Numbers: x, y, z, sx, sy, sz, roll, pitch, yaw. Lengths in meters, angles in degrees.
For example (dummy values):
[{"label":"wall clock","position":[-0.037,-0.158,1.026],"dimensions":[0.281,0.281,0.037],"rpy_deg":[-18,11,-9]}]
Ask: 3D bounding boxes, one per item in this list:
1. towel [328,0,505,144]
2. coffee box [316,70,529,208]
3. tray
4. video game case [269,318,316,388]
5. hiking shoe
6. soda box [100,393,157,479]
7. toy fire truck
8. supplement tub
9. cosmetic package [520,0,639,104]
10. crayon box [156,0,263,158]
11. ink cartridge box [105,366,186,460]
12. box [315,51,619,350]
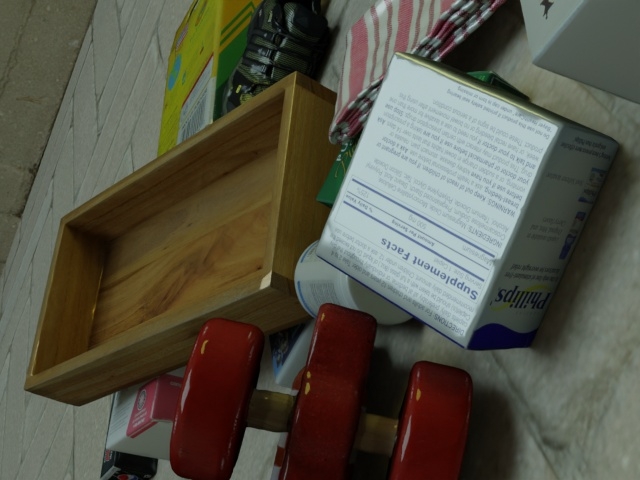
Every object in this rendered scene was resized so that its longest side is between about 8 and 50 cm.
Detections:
[{"label":"towel","position":[0.073,-0.174,0.867],"dimensions":[0.197,0.029,0.144],"rpy_deg":[-40,26,36]},{"label":"coffee box","position":[0.069,-0.064,0.827],"dimensions":[0.113,0.040,0.184],"rpy_deg":[-65,23,-6]},{"label":"tray","position":[-0.136,0.017,1.081],"dimensions":[0.411,0.076,0.203],"rpy_deg":[-25,51,45]},{"label":"video game case","position":[0.000,0.000,1.015],"dimensions":[0.201,0.023,0.183],"rpy_deg":[-60,24,29]},{"label":"hiking shoe","position":[-0.042,-0.190,1.175],"dimensions":[0.114,0.086,0.227],"rpy_deg":[131,150,-54]},{"label":"soda box","position":[-0.225,0.209,1.389],"dimensions":[0.060,0.053,0.169],"rpy_deg":[-47,34,51]},{"label":"toy fire truck","position":[-0.012,0.193,0.748],"dimensions":[0.254,0.169,0.302],"rpy_deg":[89,-168,-76]},{"label":"supplement tub","position":[0.029,0.029,0.848],"dimensions":[0.107,0.071,0.071],"rpy_deg":[-5,70,68]},{"label":"cosmetic package","position":[0.225,-0.294,0.560],"dimensions":[0.377,0.097,0.284],"rpy_deg":[-52,32,44]},{"label":"crayon box","position":[-0.129,-0.197,1.411],"dimensions":[0.202,0.081,0.319],"rpy_deg":[-48,33,49]},{"label":"ink cartridge box","position":[-0.148,0.111,1.211],"dimensions":[0.158,0.092,0.218],"rpy_deg":[-37,43,56]},{"label":"box","position":[0.084,-0.023,0.672],"dimensions":[0.126,0.072,0.137],"rpy_deg":[32,106,37]}]
